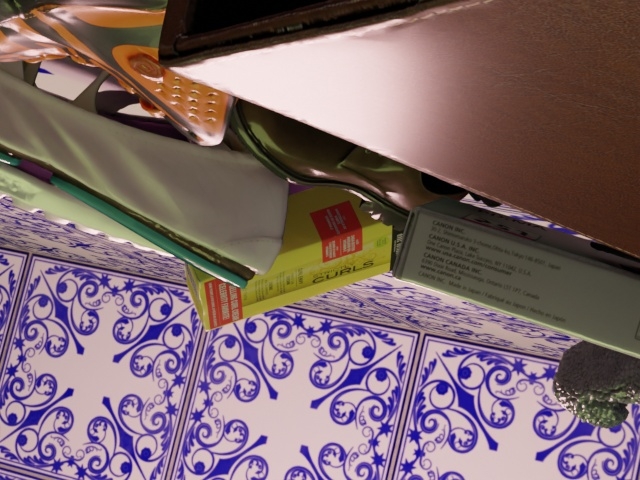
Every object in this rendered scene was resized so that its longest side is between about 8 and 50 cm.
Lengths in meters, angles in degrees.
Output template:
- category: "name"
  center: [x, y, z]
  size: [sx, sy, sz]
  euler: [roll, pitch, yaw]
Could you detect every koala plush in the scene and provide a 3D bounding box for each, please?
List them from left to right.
- category: "koala plush"
  center: [0.365, 0.110, 1.289]
  size: [0.221, 0.196, 0.203]
  euler: [34, 160, -34]

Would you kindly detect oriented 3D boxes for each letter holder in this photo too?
- category: "letter holder"
  center: [0.138, -0.090, 0.483]
  size: [0.301, 0.152, 0.214]
  euler: [19, 169, -36]

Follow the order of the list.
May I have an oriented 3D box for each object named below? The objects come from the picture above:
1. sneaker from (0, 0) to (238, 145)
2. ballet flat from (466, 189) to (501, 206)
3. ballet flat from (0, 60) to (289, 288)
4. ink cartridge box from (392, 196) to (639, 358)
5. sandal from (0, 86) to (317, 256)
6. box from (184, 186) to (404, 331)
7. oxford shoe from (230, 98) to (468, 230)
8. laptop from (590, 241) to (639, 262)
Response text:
- category: "sneaker"
  center: [-0.132, -0.114, 0.772]
  size: [0.180, 0.125, 0.321]
  euler: [30, 166, -25]
- category: "ballet flat"
  center: [0.106, -0.078, 1.009]
  size: [0.068, 0.072, 0.213]
  euler: [-20, 160, 21]
- category: "ballet flat"
  center: [-0.201, -0.098, 1.082]
  size: [0.400, 0.139, 0.139]
  euler: [25, 170, -11]
- category: "ink cartridge box"
  center: [0.212, 0.032, 1.063]
  size: [0.275, 0.060, 0.239]
  euler: [18, -170, 13]
- category: "sandal"
  center: [-0.162, -0.080, 1.226]
  size: [0.416, 0.169, 0.102]
  euler: [11, 133, -28]
- category: "box"
  center: [0.000, 0.000, 1.209]
  size: [0.232, 0.058, 0.087]
  euler: [-17, 148, -12]
- category: "oxford shoe"
  center: [0.029, -0.081, 1.081]
  size: [0.227, 0.083, 0.096]
  euler: [19, 150, -37]
- category: "laptop"
  center: [0.335, -0.017, 0.877]
  size: [0.234, 0.137, 0.264]
  euler: [14, 130, -11]
